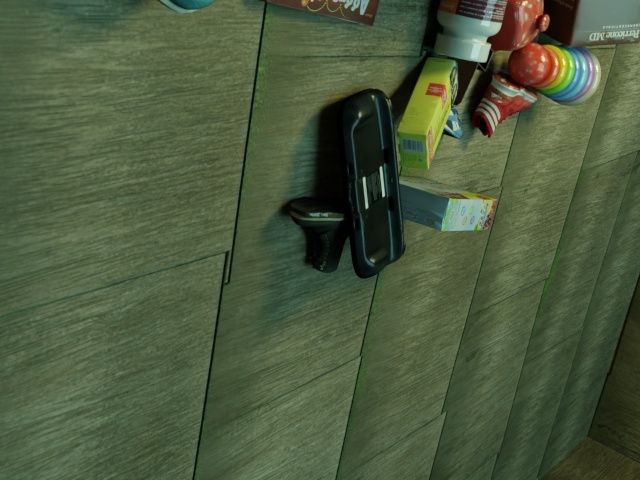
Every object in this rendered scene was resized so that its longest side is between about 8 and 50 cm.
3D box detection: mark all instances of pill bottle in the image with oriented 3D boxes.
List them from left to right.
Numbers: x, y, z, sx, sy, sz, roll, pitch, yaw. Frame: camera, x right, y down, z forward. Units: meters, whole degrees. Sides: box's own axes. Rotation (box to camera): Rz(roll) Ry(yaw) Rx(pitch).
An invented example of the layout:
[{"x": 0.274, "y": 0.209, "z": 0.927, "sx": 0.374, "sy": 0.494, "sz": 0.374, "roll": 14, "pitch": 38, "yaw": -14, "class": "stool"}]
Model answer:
[{"x": 0.279, "y": -0.443, "z": 1.695, "sx": 0.121, "sy": 0.121, "sz": 0.221, "roll": -13, "pitch": 120, "yaw": -53, "class": "pill bottle"}]

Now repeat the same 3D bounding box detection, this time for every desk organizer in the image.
[{"x": 0.290, "y": -0.330, "z": 1.853, "sx": 0.047, "sy": 0.050, "sz": 0.130, "roll": 25, "pitch": 89, "yaw": -59, "class": "desk organizer"}]

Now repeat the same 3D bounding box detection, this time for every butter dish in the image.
[{"x": 0.402, "y": -0.448, "z": 1.880, "sx": 0.160, "sy": 0.118, "sz": 0.160, "roll": -37, "pitch": 138, "yaw": -38, "class": "butter dish"}]

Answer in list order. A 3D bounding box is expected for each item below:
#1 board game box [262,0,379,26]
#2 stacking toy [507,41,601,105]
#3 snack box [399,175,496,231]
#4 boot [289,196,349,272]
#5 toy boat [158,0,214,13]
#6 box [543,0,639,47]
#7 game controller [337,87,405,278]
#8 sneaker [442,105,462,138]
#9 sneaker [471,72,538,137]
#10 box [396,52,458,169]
[{"x": 0.014, "y": -0.411, "z": 1.408, "sx": 0.281, "sy": 0.027, "sz": 0.145, "roll": -7, "pitch": 117, "yaw": -55, "class": "board game box"}, {"x": 0.495, "y": -0.374, "z": 2.045, "sx": 0.330, "sy": 0.141, "sz": 0.141, "roll": -6, "pitch": 115, "yaw": -55, "class": "stacking toy"}, {"x": 0.211, "y": -0.073, "z": 1.786, "sx": 0.207, "sy": 0.175, "sz": 0.070, "roll": 0, "pitch": 107, "yaw": -55, "class": "snack box"}, {"x": 0.000, "y": 0.000, "z": 1.620, "sx": 0.198, "sy": 0.077, "sz": 0.137, "roll": -1, "pitch": 116, "yaw": -55, "class": "boot"}, {"x": -0.123, "y": -0.433, "z": 1.069, "sx": 0.318, "sy": 0.148, "sz": 0.267, "roll": -59, "pitch": 148, "yaw": -12, "class": "toy boat"}, {"x": 0.606, "y": -0.616, "z": 1.993, "sx": 0.191, "sy": 0.143, "sz": 0.381, "roll": -8, "pitch": 123, "yaw": -18, "class": "box"}, {"x": 0.087, "y": -0.098, "z": 1.619, "sx": 0.166, "sy": 0.067, "sz": 0.319, "roll": -28, "pitch": 116, "yaw": -49, "class": "game controller"}, {"x": 0.251, "y": -0.242, "z": 1.852, "sx": 0.144, "sy": 0.053, "sz": 0.059, "roll": 28, "pitch": 84, "yaw": -60, "class": "sneaker"}, {"x": 0.387, "y": -0.289, "z": 2.028, "sx": 0.128, "sy": 0.087, "sz": 0.221, "roll": -55, "pitch": 155, "yaw": 19, "class": "sneaker"}, {"x": 0.197, "y": -0.238, "z": 1.702, "sx": 0.087, "sy": 0.058, "sz": 0.232, "roll": 81, "pitch": 26, "yaw": -45, "class": "box"}]
